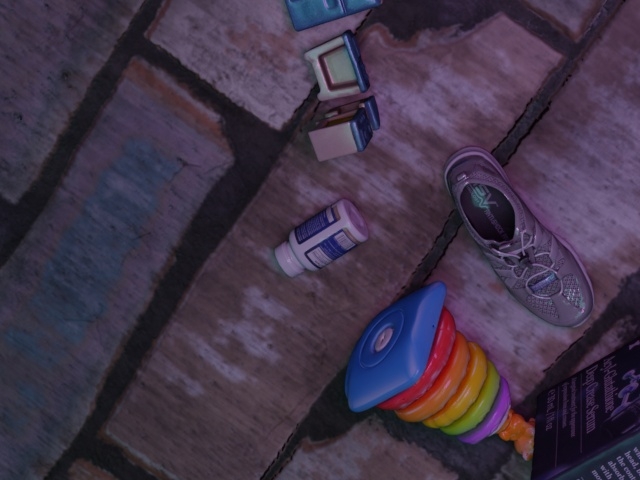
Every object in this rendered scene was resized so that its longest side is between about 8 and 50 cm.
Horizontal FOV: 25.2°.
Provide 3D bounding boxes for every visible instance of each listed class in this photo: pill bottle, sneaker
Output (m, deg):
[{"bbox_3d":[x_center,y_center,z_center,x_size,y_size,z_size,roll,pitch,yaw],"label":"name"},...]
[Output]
[{"bbox_3d":[0.000,0.000,1.944,0.120,0.067,0.067,-32,99,17],"label":"pill bottle"},{"bbox_3d":[0.251,0.011,1.875,0.105,0.115,0.281,-39,96,19],"label":"sneaker"}]

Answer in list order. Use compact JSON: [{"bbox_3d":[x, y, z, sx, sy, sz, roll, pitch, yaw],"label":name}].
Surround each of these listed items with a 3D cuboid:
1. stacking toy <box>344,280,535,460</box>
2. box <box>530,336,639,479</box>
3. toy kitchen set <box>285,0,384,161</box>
[{"bbox_3d":[0.197,0.209,1.943,0.302,0.175,0.166,34,140,-19],"label":"stacking toy"},{"bbox_3d":[0.485,0.240,1.808,0.395,0.293,0.212,-33,99,17],"label":"box"},{"bbox_3d":[0.033,-0.227,1.816,0.122,0.166,0.207,-16,103,15],"label":"toy kitchen set"}]
